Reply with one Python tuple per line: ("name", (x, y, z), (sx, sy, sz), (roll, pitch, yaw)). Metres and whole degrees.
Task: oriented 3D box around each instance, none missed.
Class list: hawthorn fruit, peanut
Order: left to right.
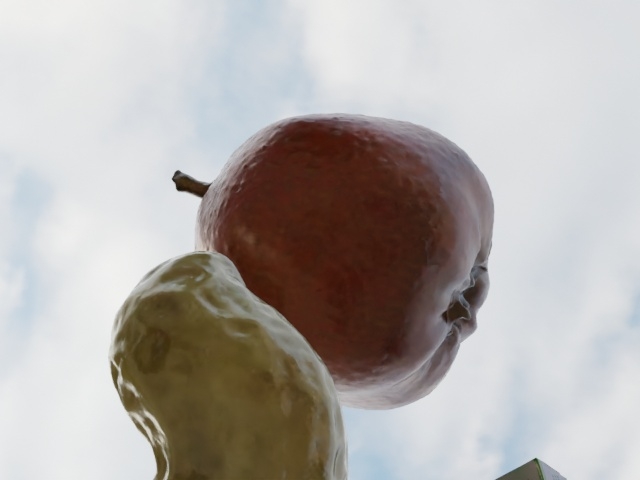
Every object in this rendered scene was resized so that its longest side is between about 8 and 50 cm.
("peanut", (-0.041, 0.117, 0.700), (0.098, 0.103, 0.229), (-18, -114, 54))
("hawthorn fruit", (0.000, 0.000, 1.053), (0.225, 0.196, 0.196), (24, -86, 13))

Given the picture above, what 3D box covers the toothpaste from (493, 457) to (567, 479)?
("toothpaste", (0.132, 0.207, 0.888), (0.043, 0.037, 0.178), (-33, -133, 22))
